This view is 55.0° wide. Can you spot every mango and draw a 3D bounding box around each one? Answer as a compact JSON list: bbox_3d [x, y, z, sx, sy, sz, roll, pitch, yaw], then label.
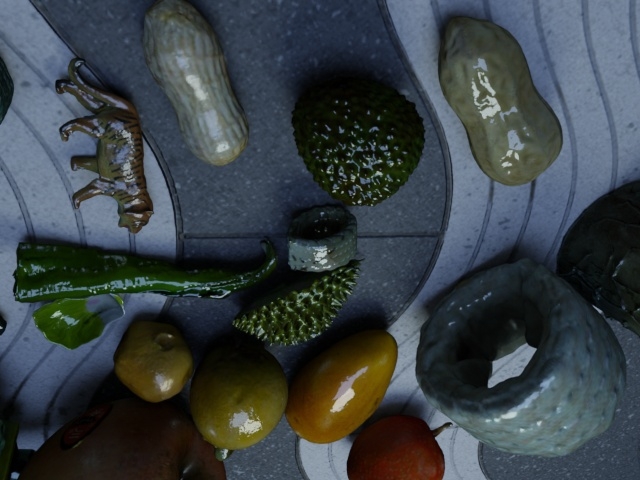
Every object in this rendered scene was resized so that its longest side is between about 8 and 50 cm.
[{"bbox_3d":[0.040,0.243,1.046,0.154,0.126,0.252,22,120,-38],"label":"mango"}]

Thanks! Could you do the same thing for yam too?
[{"bbox_3d":[0.540,0.068,0.896,0.241,0.348,0.240,-8,119,-14],"label":"yam"}]

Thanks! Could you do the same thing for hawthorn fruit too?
[{"bbox_3d":[0.163,0.419,1.171,0.225,0.196,0.196,-43,124,2],"label":"hawthorn fruit"}]

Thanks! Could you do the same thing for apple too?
[{"bbox_3d":[-0.325,0.421,0.990,0.305,0.338,0.338,-18,128,13],"label":"apple"}]

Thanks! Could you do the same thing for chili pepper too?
[{"bbox_3d":[-0.243,0.043,0.879,0.359,0.084,0.076,0,166,-16],"label":"chili pepper"}]

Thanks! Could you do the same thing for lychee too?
[{"bbox_3d":[0.042,-0.124,0.748,0.171,0.171,0.171,-5,128,-7],"label":"lychee"}]

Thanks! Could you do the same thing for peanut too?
[{"bbox_3d":[-0.143,-0.178,0.714,0.087,0.087,0.206,-16,128,2],"label":"peanut"},{"bbox_3d":[0.227,-0.165,0.771,0.124,0.123,0.256,-31,128,13],"label":"peanut"}]

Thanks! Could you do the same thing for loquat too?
[{"bbox_3d":[-0.262,0.191,0.963,0.137,0.113,0.137,16,136,16],"label":"loquat"},{"bbox_3d":[-0.136,0.256,0.986,0.150,0.172,0.204,16,97,-30],"label":"loquat"}]

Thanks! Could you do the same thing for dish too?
[{"bbox_3d":[-0.354,0.105,0.921,0.137,0.039,0.091,-24,122,7],"label":"dish"}]

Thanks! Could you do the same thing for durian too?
[{"bbox_3d":[-0.025,0.104,0.924,0.221,0.137,0.095,-31,96,12],"label":"durian"}]

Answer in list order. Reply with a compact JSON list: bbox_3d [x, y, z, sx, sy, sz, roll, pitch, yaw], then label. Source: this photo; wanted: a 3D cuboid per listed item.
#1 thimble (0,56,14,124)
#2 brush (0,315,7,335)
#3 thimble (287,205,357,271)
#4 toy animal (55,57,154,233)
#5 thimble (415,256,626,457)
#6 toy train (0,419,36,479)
[{"bbox_3d":[-0.407,-0.174,0.665,0.118,0.090,0.135,-35,125,16],"label":"thimble"},{"bbox_3d":[-0.622,0.175,0.915,0.323,0.051,0.070,-22,130,6],"label":"brush"},{"bbox_3d":[0.000,0.000,0.873,0.110,0.084,0.062,-28,135,-26],"label":"thimble"},{"bbox_3d":[-0.266,-0.111,0.768,0.099,0.056,0.241,-5,126,-15],"label":"toy animal"},{"bbox_3d":[0.307,0.178,0.959,0.291,0.291,0.195,-38,124,18],"label":"thimble"},{"bbox_3d":[-0.648,0.322,0.931,0.397,0.160,0.253,7,138,-16],"label":"toy train"}]
